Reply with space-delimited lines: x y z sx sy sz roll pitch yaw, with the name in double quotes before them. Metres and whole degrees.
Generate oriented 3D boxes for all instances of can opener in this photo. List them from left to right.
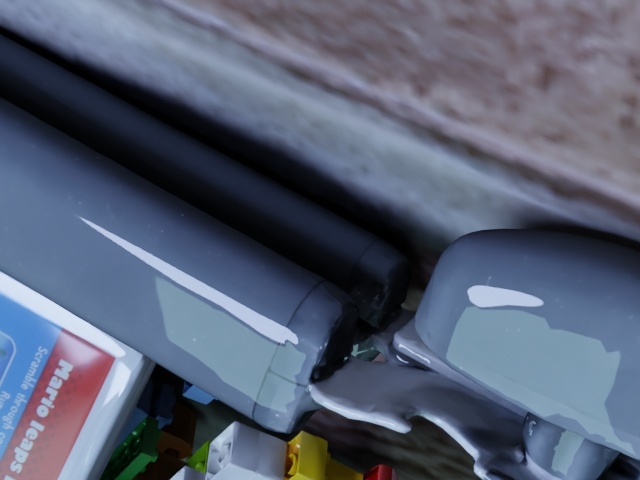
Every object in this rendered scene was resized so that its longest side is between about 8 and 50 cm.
"can opener" 0.000 0.000 0.559 0.283 0.076 0.095 29 117 14

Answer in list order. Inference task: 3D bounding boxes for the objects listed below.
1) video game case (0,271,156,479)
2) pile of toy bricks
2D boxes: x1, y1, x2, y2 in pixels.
"video game case" -0.214 0.047 0.642 0.285 0.025 0.204 30 107 8
"pile of toy bricks" -0.031 0.101 0.692 0.105 0.118 0.212 25 137 -21
